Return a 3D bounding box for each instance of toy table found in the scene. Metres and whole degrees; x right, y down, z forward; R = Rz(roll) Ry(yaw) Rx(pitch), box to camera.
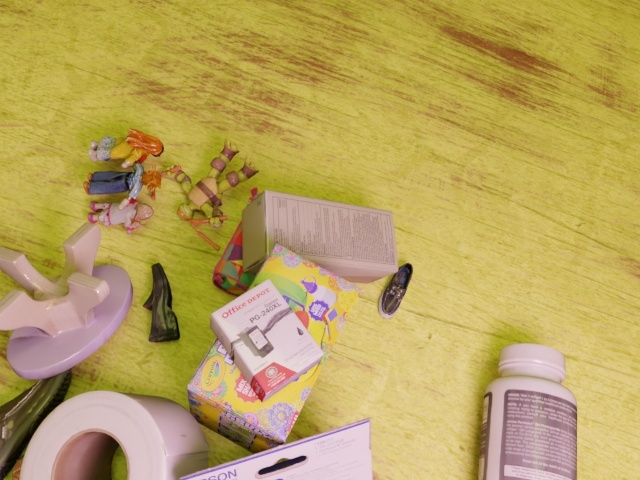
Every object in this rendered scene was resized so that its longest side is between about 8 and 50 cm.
[{"bbox_3d":[-0.477,0.099,1.033,0.253,0.160,0.274,7,43,10],"label":"toy table"}]

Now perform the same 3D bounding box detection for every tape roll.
[{"bbox_3d":[-0.327,0.373,0.914,0.246,0.169,0.245,-4,71,12],"label":"tape roll"}]

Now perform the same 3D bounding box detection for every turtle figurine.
[{"bbox_3d":[-0.241,-0.108,1.262,0.217,0.087,0.269,-44,60,-4],"label":"turtle figurine"}]

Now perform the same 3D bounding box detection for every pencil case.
[{"bbox_3d":[-0.152,0.005,1.223,0.105,0.104,0.236,20,61,-1],"label":"pencil case"}]

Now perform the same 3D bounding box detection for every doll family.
[{"bbox_3d":[-0.418,-0.151,1.216,0.163,0.118,0.262,-3,65,6],"label":"doll family"}]

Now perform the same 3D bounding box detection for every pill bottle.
[{"bbox_3d":[0.407,0.373,1.103,0.177,0.176,0.318,16,62,-3],"label":"pill bottle"}]

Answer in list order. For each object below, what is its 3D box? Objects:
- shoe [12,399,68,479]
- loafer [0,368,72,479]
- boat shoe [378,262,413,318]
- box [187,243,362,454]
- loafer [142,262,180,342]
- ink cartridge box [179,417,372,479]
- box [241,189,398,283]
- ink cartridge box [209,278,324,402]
[{"bbox_3d":[-0.487,0.370,0.987,0.081,0.063,0.177,5,66,-14],"label":"shoe"},{"bbox_3d":[-0.539,0.314,0.988,0.088,0.094,0.251,31,62,0],"label":"loafer"},{"bbox_3d":[0.170,0.109,1.267,0.049,0.040,0.142,27,61,3],"label":"boat shoe"},{"bbox_3d":[-0.091,0.212,1.027,0.177,0.279,0.289,28,62,4],"label":"box"},{"bbox_3d":[-0.333,0.125,1.148,0.061,0.062,0.170,-12,65,-12],"label":"loafer"},{"bbox_3d":[-0.059,0.435,0.928,0.304,0.307,0.072,-12,24,-16],"label":"ink cartridge box"},{"bbox_3d":[0.000,0.000,1.183,0.311,0.121,0.147,9,68,-29],"label":"box"},{"bbox_3d":[-0.085,0.151,0.864,0.109,0.063,0.150,-31,73,-24],"label":"ink cartridge box"}]
